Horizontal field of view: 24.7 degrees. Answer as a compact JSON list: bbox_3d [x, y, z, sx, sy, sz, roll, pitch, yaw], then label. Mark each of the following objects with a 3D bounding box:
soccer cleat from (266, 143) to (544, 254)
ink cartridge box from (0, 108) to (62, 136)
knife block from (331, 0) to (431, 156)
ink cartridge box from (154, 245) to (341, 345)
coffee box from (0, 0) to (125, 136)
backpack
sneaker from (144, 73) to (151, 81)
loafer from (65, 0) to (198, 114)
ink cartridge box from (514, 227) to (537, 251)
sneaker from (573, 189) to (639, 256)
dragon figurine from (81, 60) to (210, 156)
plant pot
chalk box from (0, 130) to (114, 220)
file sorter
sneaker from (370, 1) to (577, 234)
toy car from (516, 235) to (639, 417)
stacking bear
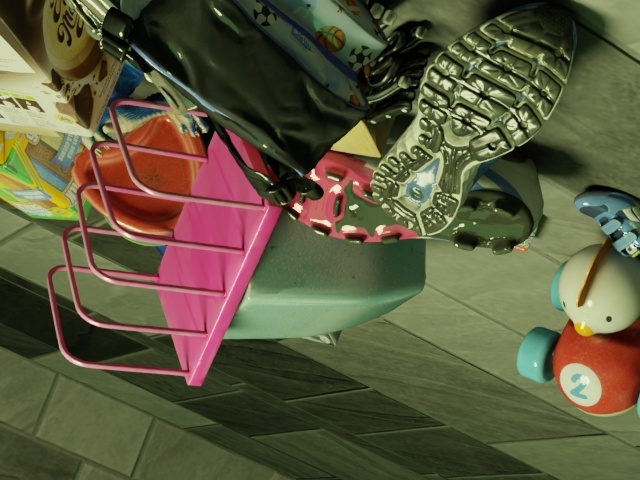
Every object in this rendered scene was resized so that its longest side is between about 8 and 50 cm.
[{"bbox_3d":[0.104,-0.065,1.759,0.331,0.143,0.116,10,129,10],"label":"soccer cleat"},{"bbox_3d":[-0.460,-0.234,1.930,0.193,0.088,0.234,7,157,28],"label":"ink cartridge box"},{"bbox_3d":[-0.008,-0.193,1.623,0.276,0.088,0.242,11,158,23],"label":"knife block"},{"bbox_3d":[-0.133,0.092,2.513,0.333,0.065,0.165,13,160,20],"label":"ink cartridge box"},{"bbox_3d":[-0.325,-0.264,1.615,0.119,0.168,0.297,11,159,21],"label":"coffee box"},{"bbox_3d":[-0.079,-0.214,1.419,0.276,0.213,0.263,43,-175,-32],"label":"backpack"},{"bbox_3d":[-0.204,-0.261,1.619,0.087,0.092,0.228,8,156,32],"label":"sneaker"},{"bbox_3d":[-0.207,-0.222,1.544,0.084,0.096,0.267,-36,126,23],"label":"loafer"},{"bbox_3d":[0.250,-0.011,1.941,0.063,0.029,0.115,18,159,4],"label":"ink cartridge box"},{"bbox_3d":[0.372,-0.016,1.775,0.144,0.059,0.053,23,162,-7],"label":"sneaker"},{"bbox_3d":[-0.274,-0.206,1.834,0.289,0.144,0.085,42,158,-6],"label":"dragon figurine"},{"bbox_3d":[0.000,0.000,1.914,0.252,0.248,0.247,7,163,-16],"label":"plant pot"},{"bbox_3d":[-0.396,-0.111,2.124,0.132,0.132,0.213,1,153,42],"label":"chalk box"},{"bbox_3d":[-0.203,-0.001,1.778,0.182,0.202,0.290,7,127,-27],"label":"file sorter"},{"bbox_3d":[0.167,-0.148,1.549,0.130,0.147,0.330,38,140,-2],"label":"sneaker"},{"bbox_3d":[0.356,0.093,1.854,0.219,0.210,0.238,19,162,34],"label":"toy car"},{"bbox_3d":[-0.239,-0.069,2.060,0.164,0.175,0.289,55,170,1],"label":"stacking bear"}]
